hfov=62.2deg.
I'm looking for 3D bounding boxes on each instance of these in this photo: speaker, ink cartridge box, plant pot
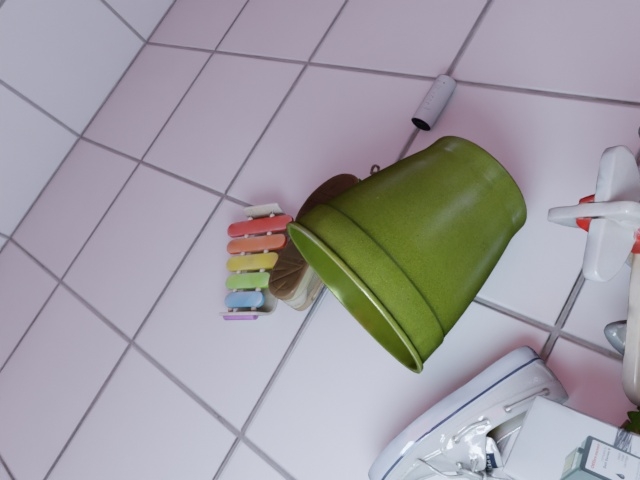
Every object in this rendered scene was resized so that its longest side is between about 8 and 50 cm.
[{"bbox_3d":[0.279,-0.339,1.308,0.055,0.055,0.136,24,79,39],"label":"speaker"},{"bbox_3d":[0.413,0.332,0.662,0.289,0.211,0.121,13,66,53],"label":"ink cartridge box"},{"bbox_3d":[0.184,-0.005,1.018,0.353,0.366,0.366,-41,49,-9],"label":"plant pot"}]

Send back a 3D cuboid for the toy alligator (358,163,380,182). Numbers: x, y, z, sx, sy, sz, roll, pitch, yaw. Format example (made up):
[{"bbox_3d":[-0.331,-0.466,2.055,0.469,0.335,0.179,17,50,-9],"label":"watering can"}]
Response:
[{"bbox_3d":[0.075,-0.118,1.320,0.190,0.056,0.051,-45,9,3],"label":"toy alligator"}]

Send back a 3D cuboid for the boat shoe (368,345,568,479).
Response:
[{"bbox_3d":[0.260,0.347,0.894,0.367,0.136,0.156,-35,53,-1],"label":"boat shoe"}]

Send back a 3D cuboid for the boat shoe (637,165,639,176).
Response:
[{"bbox_3d":[0.638,-0.112,0.929,0.226,0.083,0.076,-27,52,17],"label":"boat shoe"}]

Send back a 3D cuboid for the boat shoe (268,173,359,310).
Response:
[{"bbox_3d":[0.000,0.000,1.241,0.121,0.110,0.341,19,73,41],"label":"boat shoe"}]

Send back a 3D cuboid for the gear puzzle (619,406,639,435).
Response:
[{"bbox_3d":[0.516,0.333,0.780,0.339,0.044,0.175,-49,49,0],"label":"gear puzzle"}]

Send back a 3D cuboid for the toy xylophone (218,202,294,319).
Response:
[{"bbox_3d":[-0.135,0.052,1.336,0.236,0.081,0.322,-14,58,25],"label":"toy xylophone"}]

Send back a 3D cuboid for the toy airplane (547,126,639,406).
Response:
[{"bbox_3d":[0.529,0.003,0.808,0.386,0.272,0.384,-33,86,-2],"label":"toy airplane"}]
